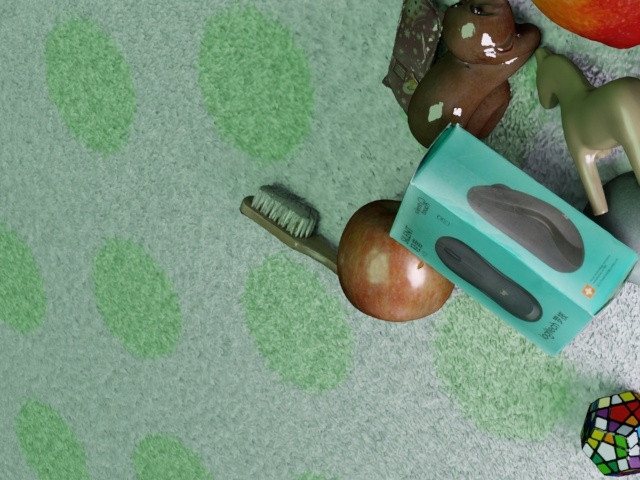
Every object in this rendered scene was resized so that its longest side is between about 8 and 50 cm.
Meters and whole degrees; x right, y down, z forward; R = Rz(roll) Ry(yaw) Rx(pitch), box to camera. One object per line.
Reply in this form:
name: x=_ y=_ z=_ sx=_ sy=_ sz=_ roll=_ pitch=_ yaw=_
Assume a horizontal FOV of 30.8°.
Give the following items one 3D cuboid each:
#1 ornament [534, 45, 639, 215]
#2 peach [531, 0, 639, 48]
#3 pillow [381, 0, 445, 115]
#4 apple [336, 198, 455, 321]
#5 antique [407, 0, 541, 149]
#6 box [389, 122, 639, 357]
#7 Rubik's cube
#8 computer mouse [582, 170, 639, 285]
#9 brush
ornament: x=0.362 y=-0.155 z=1.524 sx=0.230 sy=0.061 sz=0.245 roll=165 pitch=87 yaw=-73
peach: x=0.340 y=-0.385 z=1.327 sx=0.307 sy=0.308 sz=0.332 roll=11 pitch=121 yaw=38
pillow: x=0.140 y=-0.277 z=1.721 sx=0.118 sy=0.043 sz=0.185 roll=56 pitch=140 yaw=42
apple: x=0.117 y=0.028 z=1.791 sx=0.188 sy=0.188 sz=0.174 roll=18 pitch=118 yaw=35
antique: x=0.202 y=-0.237 z=1.626 sx=0.121 sy=0.143 sz=0.257 roll=41 pitch=129 yaw=22
box: x=0.254 y=0.006 z=1.600 sx=0.311 sy=0.118 sz=0.205 roll=38 pitch=158 yaw=9
Rubik's cube: x=0.438 y=0.280 z=1.679 sx=0.111 sy=0.133 sz=0.133 roll=16 pitch=124 yaw=5
computer mouse: x=0.505 y=0.003 z=1.507 sx=0.379 sy=0.090 sz=0.167 roll=5 pitch=114 yaw=39
brush: x=0.000 y=0.000 z=1.975 sx=0.327 sy=0.070 sz=0.065 roll=36 pitch=120 yaw=22
